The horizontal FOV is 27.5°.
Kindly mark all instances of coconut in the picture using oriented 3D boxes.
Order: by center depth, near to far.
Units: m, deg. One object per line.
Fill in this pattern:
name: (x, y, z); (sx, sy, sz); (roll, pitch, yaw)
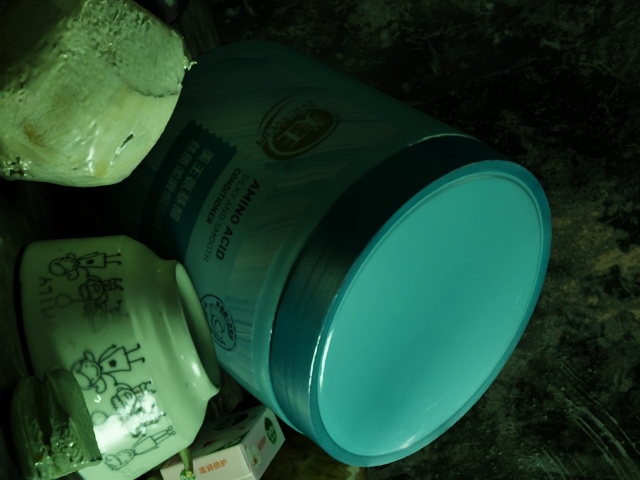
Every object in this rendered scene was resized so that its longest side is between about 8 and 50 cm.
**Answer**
coconut: (-0.217, -0.130, 1.128); (0.194, 0.194, 0.194); (-18, 90, -86)

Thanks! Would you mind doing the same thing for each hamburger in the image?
hamburger: (-0.203, 0.139, 1.004); (0.121, 0.054, 0.084); (67, 2, -81)

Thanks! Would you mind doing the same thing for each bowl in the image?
bowl: (-0.168, 0.094, 1.168); (0.238, 0.126, 0.238); (-19, 90, -88)

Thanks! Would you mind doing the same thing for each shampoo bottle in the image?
shampoo bottle: (0.000, 0.000, 1.333); (0.342, 0.331, 0.331); (34, -23, 38)

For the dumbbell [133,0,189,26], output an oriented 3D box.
dumbbell: (-0.267, -0.369, 1.648); (0.152, 0.152, 0.218); (-103, 174, -54)

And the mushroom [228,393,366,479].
mushroom: (0.025, 0.322, 1.447); (0.331, 0.356, 0.334); (30, 71, -63)

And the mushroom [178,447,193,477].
mushroom: (-0.168, 0.131, 1.306); (0.286, 0.028, 0.026); (-122, -147, -43)

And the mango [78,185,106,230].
mango: (-0.228, -0.119, 1.393); (0.133, 0.111, 0.268); (-123, -165, -55)

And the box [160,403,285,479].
box: (-0.094, 0.209, 1.280); (0.125, 0.089, 0.043); (-49, 118, -74)

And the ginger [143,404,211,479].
ginger: (-0.164, 0.192, 1.334); (0.176, 0.052, 0.193); (62, 15, 3)
